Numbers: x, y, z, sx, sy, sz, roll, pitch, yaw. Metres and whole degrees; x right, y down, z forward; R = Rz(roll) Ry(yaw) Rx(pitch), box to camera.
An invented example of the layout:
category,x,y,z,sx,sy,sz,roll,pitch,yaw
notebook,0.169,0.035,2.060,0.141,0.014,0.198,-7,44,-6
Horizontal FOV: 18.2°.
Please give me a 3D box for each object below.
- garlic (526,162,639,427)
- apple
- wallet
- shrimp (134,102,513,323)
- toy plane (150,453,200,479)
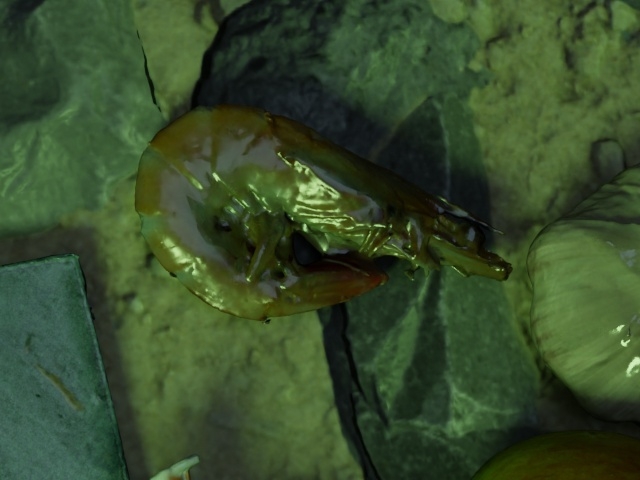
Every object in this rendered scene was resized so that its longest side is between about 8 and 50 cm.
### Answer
category,x,y,z,sx,sy,sz,roll,pitch,yaw
garlic,0.270,0.030,1.447,0.218,0.212,0.218,7,70,-19
apple,0.178,0.224,1.385,0.196,0.196,0.196,4,76,-15
wallet,-0.211,0.203,1.350,0.191,0.046,0.379,-11,79,-20
shrimp,0.000,0.000,1.453,0.287,0.063,0.152,22,74,-7
toy plane,-0.057,0.261,1.313,0.245,0.117,0.244,21,60,-41
